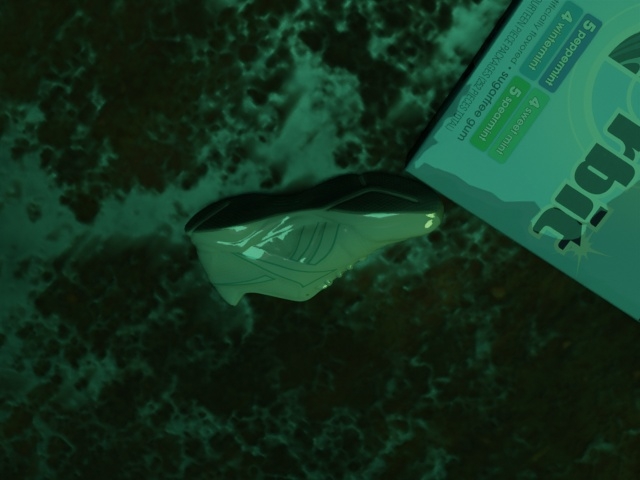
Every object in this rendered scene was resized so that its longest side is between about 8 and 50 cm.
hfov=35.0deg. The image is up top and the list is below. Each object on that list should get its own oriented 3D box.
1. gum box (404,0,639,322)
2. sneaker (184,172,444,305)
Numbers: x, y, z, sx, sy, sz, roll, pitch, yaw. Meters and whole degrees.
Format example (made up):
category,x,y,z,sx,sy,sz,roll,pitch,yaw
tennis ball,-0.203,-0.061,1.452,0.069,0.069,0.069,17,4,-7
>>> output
category,x,y,z,sx,sy,sz,roll,pitch,yaw
gum box,0.166,-0.055,0.556,0.184,0.041,0.157,33,108,-4
sneaker,0.000,0.000,0.595,0.152,0.054,0.061,-8,115,16
